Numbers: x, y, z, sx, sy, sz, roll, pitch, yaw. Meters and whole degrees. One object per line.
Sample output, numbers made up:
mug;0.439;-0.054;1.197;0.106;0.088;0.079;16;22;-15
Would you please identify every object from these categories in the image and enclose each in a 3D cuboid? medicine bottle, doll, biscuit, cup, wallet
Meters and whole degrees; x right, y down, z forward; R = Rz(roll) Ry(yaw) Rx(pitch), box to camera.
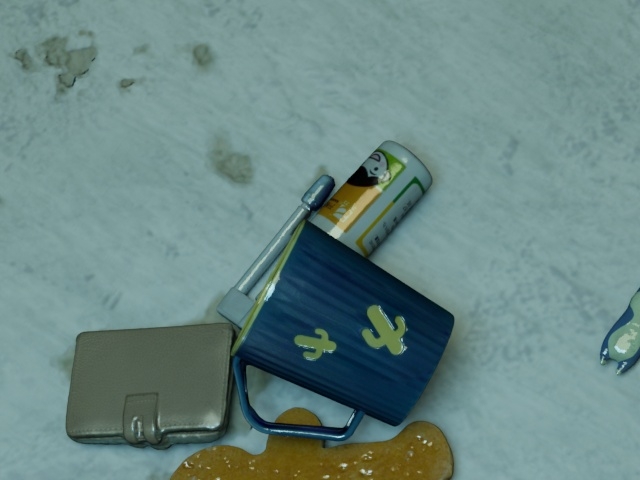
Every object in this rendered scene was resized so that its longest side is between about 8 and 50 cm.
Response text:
medicine bottle;0.000;0.000;1.445;0.220;0.061;0.092;-48;48;-10
doll;0.284;0.063;1.385;0.037;0.027;0.125;31;74;13
biscuit;-0.008;0.222;1.353;0.250;0.036;0.165;-1;55;7
cup;0.012;0.093;1.338;0.155;0.131;0.176;27;94;-2
wallet;-0.150;0.130;1.414;0.153;0.038;0.118;-1;58;13
